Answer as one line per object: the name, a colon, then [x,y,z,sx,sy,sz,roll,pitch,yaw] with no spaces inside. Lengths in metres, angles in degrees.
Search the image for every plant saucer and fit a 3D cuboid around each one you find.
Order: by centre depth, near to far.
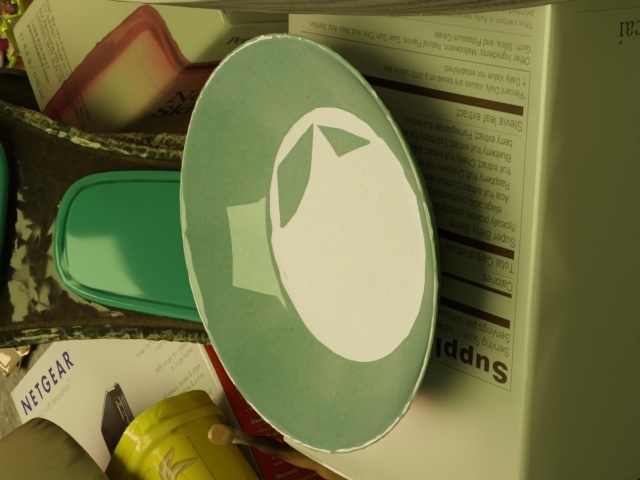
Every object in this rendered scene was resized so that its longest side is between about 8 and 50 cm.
plant saucer: [0.000,0.000,0.579,0.195,0.037,0.195,19,115,49]

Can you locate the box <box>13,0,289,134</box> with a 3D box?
box: [-0.081,-0.147,0.829,0.232,0.148,0.127,-33,75,50]

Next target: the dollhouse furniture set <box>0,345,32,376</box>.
dollhouse furniture set: [-0.347,0.065,1.312,0.151,0.058,0.076,45,127,7]

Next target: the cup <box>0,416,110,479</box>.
cup: [-0.233,0.326,0.883,0.331,0.237,0.331,42,146,37]

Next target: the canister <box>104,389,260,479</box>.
canister: [-0.073,0.207,0.851,0.170,0.073,0.126,52,136,25]

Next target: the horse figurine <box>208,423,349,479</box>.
horse figurine: [0.060,0.142,0.761,0.263,0.174,0.066,16,87,33]

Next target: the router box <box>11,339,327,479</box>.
router box: [-0.114,0.188,1.019,0.335,0.082,0.301,-44,67,47]

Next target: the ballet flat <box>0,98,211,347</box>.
ballet flat: [-0.174,-0.007,0.789,0.182,0.483,0.164,123,155,-86]

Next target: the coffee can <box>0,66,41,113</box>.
coffee can: [-0.280,-0.027,1.010,0.275,0.201,0.201,-176,75,-67]

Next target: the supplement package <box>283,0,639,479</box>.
supplement package: [0.101,-0.023,0.621,0.175,0.177,0.293,20,116,47]

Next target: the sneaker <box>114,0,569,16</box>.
sneaker: [-0.004,-0.175,0.492,0.292,0.108,0.169,16,103,50]

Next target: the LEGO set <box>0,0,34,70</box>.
LEGO set: [-0.322,-0.215,1.132,0.132,0.107,0.287,44,131,34]
